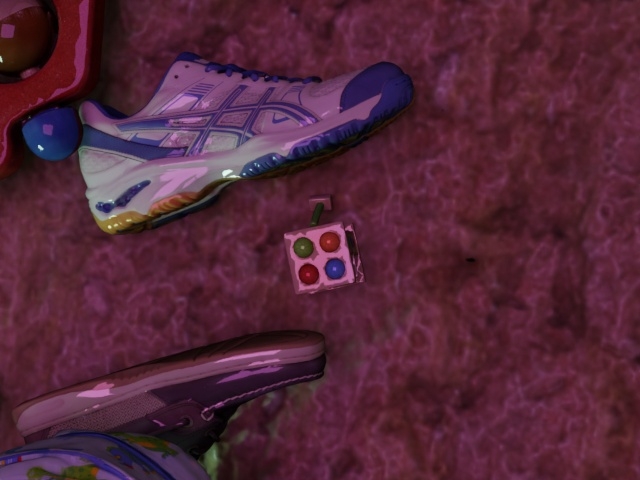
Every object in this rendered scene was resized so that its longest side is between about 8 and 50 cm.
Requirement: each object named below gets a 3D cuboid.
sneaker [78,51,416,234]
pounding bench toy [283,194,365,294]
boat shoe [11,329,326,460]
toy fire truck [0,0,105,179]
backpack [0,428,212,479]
[{"bbox_3d":[-0.072,-0.109,1.230,0.296,0.112,0.131,-19,84,8],"label":"sneaker"},{"bbox_3d":[0.000,0.000,1.236,0.052,0.065,0.083,-13,86,10],"label":"pounding bench toy"},{"bbox_3d":[-0.122,0.144,1.240,0.285,0.103,0.092,-16,91,13],"label":"boat shoe"},{"bbox_3d":[-0.314,-0.163,1.248,0.302,0.169,0.254,-23,87,9],"label":"toy fire truck"},{"bbox_3d":[-0.163,0.318,1.100,0.290,0.273,0.355,-11,79,22],"label":"backpack"}]
